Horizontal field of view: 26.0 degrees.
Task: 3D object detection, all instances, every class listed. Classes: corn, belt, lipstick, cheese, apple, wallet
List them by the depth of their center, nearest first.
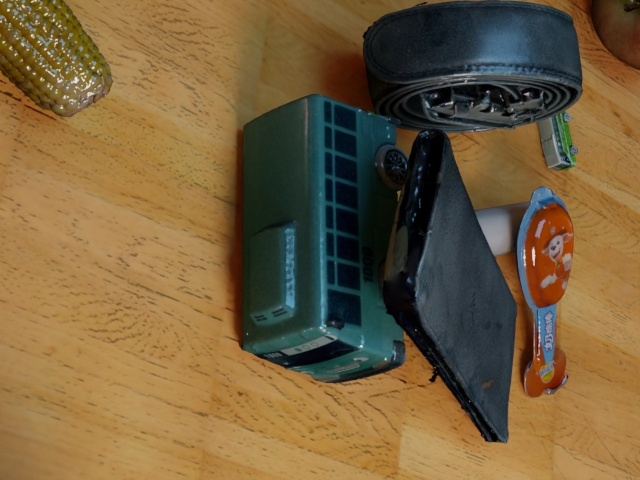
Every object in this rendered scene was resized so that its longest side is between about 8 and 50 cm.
[{"bbox_3d":[-0.297,-0.230,1.161,0.320,0.097,0.097,49,49,-24],"label":"corn"},{"bbox_3d":[0.140,0.058,1.401,0.379,0.046,0.190,57,37,-56],"label":"wallet"},{"bbox_3d":[0.156,-0.182,1.496,0.268,0.206,0.116,1,77,-31],"label":"belt"},{"bbox_3d":[0.186,-0.008,1.572,0.264,0.059,0.059,-9,84,-45],"label":"lipstick"},{"bbox_3d":[0.259,0.061,1.593,0.106,0.037,0.256,-19,111,-43],"label":"cheese"},{"bbox_3d":[0.460,-0.314,1.840,0.174,0.188,0.188,-3,79,-52],"label":"apple"}]

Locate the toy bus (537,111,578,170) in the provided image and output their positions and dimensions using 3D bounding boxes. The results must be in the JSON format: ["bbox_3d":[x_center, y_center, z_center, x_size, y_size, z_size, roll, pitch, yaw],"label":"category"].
[{"bbox_3d":[0.295,-0.130,1.735,0.037,0.031,0.083,-4,80,-37],"label":"toy bus"}]

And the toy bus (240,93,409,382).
[{"bbox_3d":[0.000,0.000,1.345,0.147,0.128,0.256,16,65,-40],"label":"toy bus"}]
